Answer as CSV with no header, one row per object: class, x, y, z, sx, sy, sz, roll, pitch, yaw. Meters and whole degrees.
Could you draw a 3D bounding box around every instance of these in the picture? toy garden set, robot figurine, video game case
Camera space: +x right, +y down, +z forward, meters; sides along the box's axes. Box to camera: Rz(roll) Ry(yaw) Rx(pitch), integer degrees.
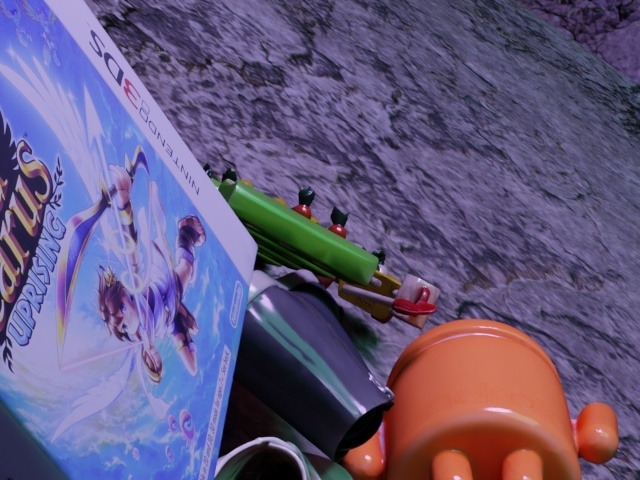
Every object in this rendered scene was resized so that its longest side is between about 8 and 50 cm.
toy garden set,0.000,0.000,1.262,0.204,0.049,0.244,29,-6,-17
robot figurine,0.106,0.133,1.183,0.128,0.158,0.219,47,17,-18
video game case,-0.128,0.014,0.878,0.244,0.061,0.269,55,27,-33

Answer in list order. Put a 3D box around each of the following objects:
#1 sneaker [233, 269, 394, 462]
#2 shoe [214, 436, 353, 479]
sneaker,-0.006,0.086,1.153,0.118,0.083,0.222,44,7,10
shoe,-0.030,0.154,1.025,0.076,0.058,0.219,43,22,18
